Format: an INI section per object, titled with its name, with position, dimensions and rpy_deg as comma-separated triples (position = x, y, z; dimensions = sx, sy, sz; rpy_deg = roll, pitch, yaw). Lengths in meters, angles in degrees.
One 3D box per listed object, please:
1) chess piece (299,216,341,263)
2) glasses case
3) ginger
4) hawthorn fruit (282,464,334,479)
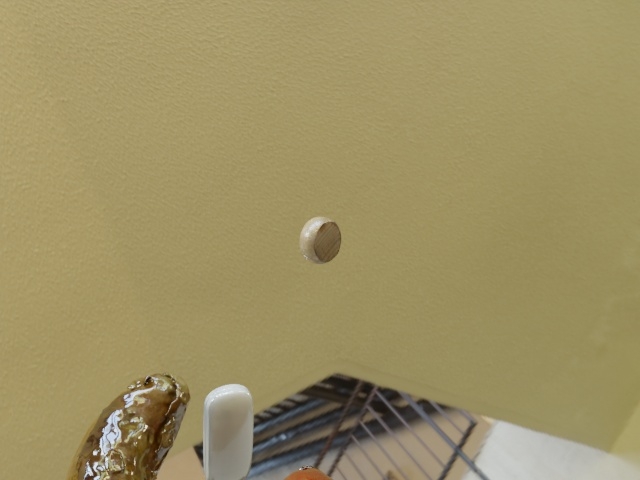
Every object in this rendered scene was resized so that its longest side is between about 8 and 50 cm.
[chess piece]
position = 0.000, 0.000, 1.251
dimensions = 0.084, 0.038, 0.083
rpy_deg = -16, -68, -47
[glasses case]
position = -0.144, 0.307, 1.115
dimensions = 0.074, 0.049, 0.193
rpy_deg = -7, -60, -20
[ginger]
position = -0.322, 0.357, 1.151
dimensions = 0.172, 0.321, 0.165
rpy_deg = 1, -35, 9
[hawthorn fruit]
position = -0.020, 0.635, 1.626
dimensions = 0.215, 0.250, 0.215
rpy_deg = 3, -101, -15
